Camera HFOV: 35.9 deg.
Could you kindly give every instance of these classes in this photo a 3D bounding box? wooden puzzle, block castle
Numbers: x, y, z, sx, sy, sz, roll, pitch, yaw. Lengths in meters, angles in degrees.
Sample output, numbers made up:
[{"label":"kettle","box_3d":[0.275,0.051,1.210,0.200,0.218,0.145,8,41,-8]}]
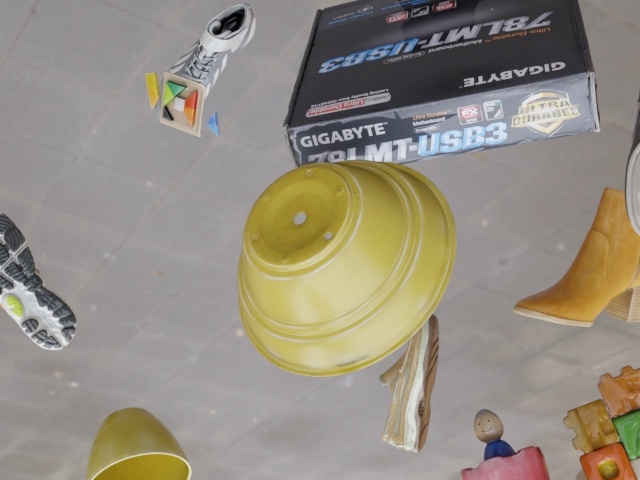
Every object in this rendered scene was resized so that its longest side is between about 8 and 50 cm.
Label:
[{"label":"wooden puzzle","box_3d":[-0.178,-0.173,1.251,0.116,0.014,0.079,15,116,29]},{"label":"block castle","box_3d":[0.388,0.217,1.052,0.453,0.213,0.303,-22,163,7]}]

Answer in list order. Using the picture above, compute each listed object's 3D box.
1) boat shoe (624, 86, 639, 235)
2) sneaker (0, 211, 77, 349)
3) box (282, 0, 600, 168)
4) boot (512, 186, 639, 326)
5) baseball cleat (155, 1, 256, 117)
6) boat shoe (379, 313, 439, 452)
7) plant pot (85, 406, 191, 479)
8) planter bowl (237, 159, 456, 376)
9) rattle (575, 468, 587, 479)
[{"label":"boat shoe","box_3d":[0.503,-0.165,1.407,0.112,0.335,0.095,8,-179,17]},{"label":"sneaker","box_3d":[-0.520,0.069,1.659,0.107,0.279,0.118,-34,-168,-21]},{"label":"box","box_3d":[0.126,-0.187,1.028,0.295,0.293,0.073,-9,123,15]},{"label":"boot","box_3d":[0.423,0.021,1.534,0.295,0.211,0.104,1,-170,-35]},{"label":"baseball cleat","box_3d":[-0.171,-0.257,1.399,0.072,0.206,0.109,36,179,2]},{"label":"boat shoe","box_3d":[0.112,0.187,1.317,0.072,0.190,0.068,10,-174,20]},{"label":"plant pot","box_3d":[-0.242,0.275,1.280,0.134,0.095,0.134,-13,138,-11]},{"label":"planter bowl","box_3d":[0.000,0.000,0.852,0.217,0.217,0.090,-17,143,22]},{"label":"rattle","box_3d":[0.406,0.387,1.403,0.199,0.130,0.143,-22,115,-27]}]
